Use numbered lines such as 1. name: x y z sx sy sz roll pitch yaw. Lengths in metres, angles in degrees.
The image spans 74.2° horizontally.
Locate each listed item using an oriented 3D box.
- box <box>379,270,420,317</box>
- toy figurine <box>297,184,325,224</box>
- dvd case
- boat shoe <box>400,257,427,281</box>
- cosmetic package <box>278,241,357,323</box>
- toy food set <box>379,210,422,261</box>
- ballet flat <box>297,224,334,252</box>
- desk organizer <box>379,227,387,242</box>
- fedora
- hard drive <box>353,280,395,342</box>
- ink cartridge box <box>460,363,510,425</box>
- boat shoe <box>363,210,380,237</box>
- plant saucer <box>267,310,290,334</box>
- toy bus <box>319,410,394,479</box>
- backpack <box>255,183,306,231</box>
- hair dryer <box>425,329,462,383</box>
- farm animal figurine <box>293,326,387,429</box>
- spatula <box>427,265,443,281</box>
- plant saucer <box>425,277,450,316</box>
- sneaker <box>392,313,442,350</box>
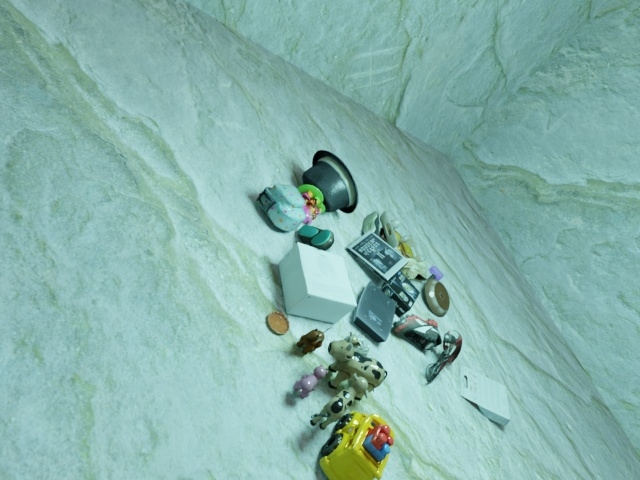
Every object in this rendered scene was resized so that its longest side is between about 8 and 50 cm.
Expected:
1. box: 0.354 0.237 1.910 0.147 0.077 0.180 48 32 5
2. toy figurine: -0.059 -0.131 1.869 0.173 0.130 0.159 54 39 -33
3. dvd case: 0.262 0.069 1.940 0.238 0.030 0.179 40 50 19
4. boat shoe: 0.432 0.151 2.072 0.302 0.109 0.098 11 64 -47
5. cosmetic package: -0.014 0.158 1.535 0.223 0.138 0.225 19 39 -34
6. toy food set: 0.427 -0.001 2.189 0.306 0.092 0.220 33 33 -44
7. ballet flat: 0.000 0.000 1.676 0.096 0.095 0.280 53 -9 -23
8. desk organizer: 0.320 -0.024 2.188 0.047 0.050 0.130 53 24 -13
9. fedora: 0.025 -0.250 1.978 0.152 0.334 0.334 -32 77 -26
10. hard drive: 0.218 0.290 1.722 0.172 0.054 0.255 41 33 -5
11. ink cartridge box: 0.707 0.672 1.857 0.232 0.066 0.189 22 33 5
12. boat shoe: 0.269 -0.073 2.176 0.079 0.083 0.233 52 27 -22
13. plant saucer: -0.138 0.271 1.388 0.083 0.013 0.084 29 35 -23
14. toy bus: 0.132 0.560 1.180 0.149 0.211 0.220 45 31 4
15. backpack: -0.143 -0.135 1.723 0.165 0.144 0.189 -1 56 -55
16. hair dryer: 0.511 0.475 1.767 0.080 0.224 0.293 34 7 35
17. farm animal figurine: 0.080 0.399 1.308 0.326 0.172 0.331 21 33 -34
18. spatula: 0.605 0.189 2.262 0.084 0.030 0.296 52 21 10
19. plant saucer: 0.591 0.279 2.106 0.198 0.036 0.199 25 54 -39
20. sneaker: 0.418 0.392 1.787 0.275 0.098 0.135 18 39 -37
